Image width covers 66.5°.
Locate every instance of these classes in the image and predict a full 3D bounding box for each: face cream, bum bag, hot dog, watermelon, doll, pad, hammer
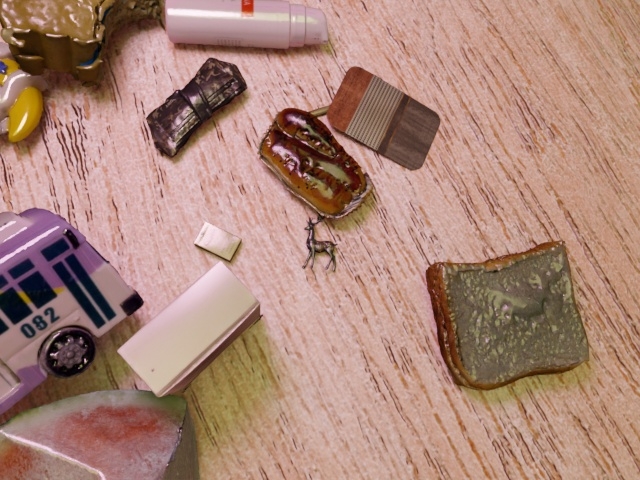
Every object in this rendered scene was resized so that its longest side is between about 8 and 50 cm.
[{"bbox_3d":[-0.157,-0.479,1.076,0.346,0.102,0.101,-1,77,-8],"label":"face cream"},{"bbox_3d":[-0.267,-0.288,1.033,0.102,0.069,0.248,45,76,-12],"label":"bum bag"},{"bbox_3d":[-0.012,-0.163,1.029,0.270,0.082,0.162,44,70,3],"label":"hot dog"},{"bbox_3d":[-0.314,0.379,0.725,0.387,0.258,0.228,17,105,-44],"label":"watermelon"},{"bbox_3d":[-0.665,-0.275,0.952,0.252,0.111,0.237,-30,84,-22],"label":"doll"},{"bbox_3d":[0.185,-0.350,1.101,0.250,0.055,0.323,27,93,-8],"label":"pad"},{"bbox_3d":[0.020,-0.300,1.103,0.182,0.017,0.062,-19,80,-11],"label":"hammer"}]

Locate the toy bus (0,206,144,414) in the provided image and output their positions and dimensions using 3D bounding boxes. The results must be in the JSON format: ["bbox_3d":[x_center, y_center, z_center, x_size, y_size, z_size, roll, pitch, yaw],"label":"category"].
[{"bbox_3d":[-0.529,0.138,0.736,0.440,0.209,0.249,-42,124,-31],"label":"toy bus"}]

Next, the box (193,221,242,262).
[{"bbox_3d":[-0.209,0.003,0.995,0.083,0.024,0.053,27,74,0],"label":"box"}]

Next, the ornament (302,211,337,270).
[{"bbox_3d":[0.000,0.000,1.023,0.074,0.028,0.125,4,78,-6],"label":"ornament"}]

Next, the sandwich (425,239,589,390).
[{"bbox_3d":[0.383,0.155,1.004,0.302,0.099,0.271,-10,79,-11],"label":"sandwich"}]

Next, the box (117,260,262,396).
[{"bbox_3d":[-0.206,0.158,0.841,0.203,0.251,0.106,-42,85,-14],"label":"box"}]

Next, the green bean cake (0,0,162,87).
[{"bbox_3d":[-0.470,-0.459,0.982,0.285,0.202,0.309,5,77,-26],"label":"green bean cake"}]
